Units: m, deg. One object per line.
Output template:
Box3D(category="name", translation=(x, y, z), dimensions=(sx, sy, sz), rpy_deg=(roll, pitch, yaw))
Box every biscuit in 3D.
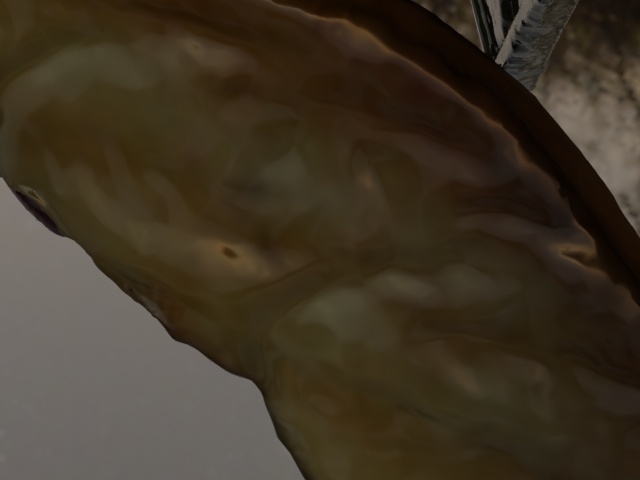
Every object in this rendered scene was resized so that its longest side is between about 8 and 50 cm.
Box3D(category="biscuit", translation=(0.002, -0.003, 0.518), dimensions=(0.299, 0.154, 0.045), rpy_deg=(48, -143, -9))

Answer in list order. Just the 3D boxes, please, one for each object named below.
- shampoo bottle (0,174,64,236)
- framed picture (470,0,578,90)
Box3D(category="shampoo bottle", translation=(-0.061, -0.041, 0.704), dimensions=(0.260, 0.064, 0.102), rpy_deg=(12, -126, -60))
Box3D(category="framed picture", translation=(0.056, -0.188, 0.671), dimensions=(0.024, 0.232, 0.315), rpy_deg=(-14, 176, -1))
